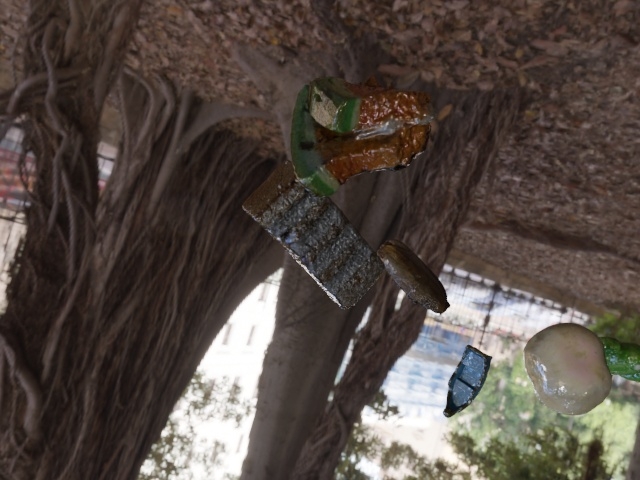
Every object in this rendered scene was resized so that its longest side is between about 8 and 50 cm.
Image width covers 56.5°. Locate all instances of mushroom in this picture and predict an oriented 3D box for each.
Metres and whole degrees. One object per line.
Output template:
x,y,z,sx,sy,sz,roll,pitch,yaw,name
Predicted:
0.713,0.378,1.744,0.254,0.260,0.234,36,159,18,mushroom

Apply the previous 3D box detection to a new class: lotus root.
0.342,0.122,2.074,0.329,0.167,0.078,43,137,-5,lotus root

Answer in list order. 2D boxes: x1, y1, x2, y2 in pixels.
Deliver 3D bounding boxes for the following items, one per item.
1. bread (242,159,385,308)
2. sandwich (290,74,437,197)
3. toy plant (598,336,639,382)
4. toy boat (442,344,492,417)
0.000,0.000,1.439,0.416,0.165,0.113,47,173,-40,bread
0.072,-0.225,1.134,0.301,0.250,0.162,-6,153,23,sandwich
0.932,0.399,1.941,0.224,0.184,0.316,31,161,0,toy plant
0.347,0.343,1.439,0.077,0.185,0.075,4,-159,-47,toy boat
